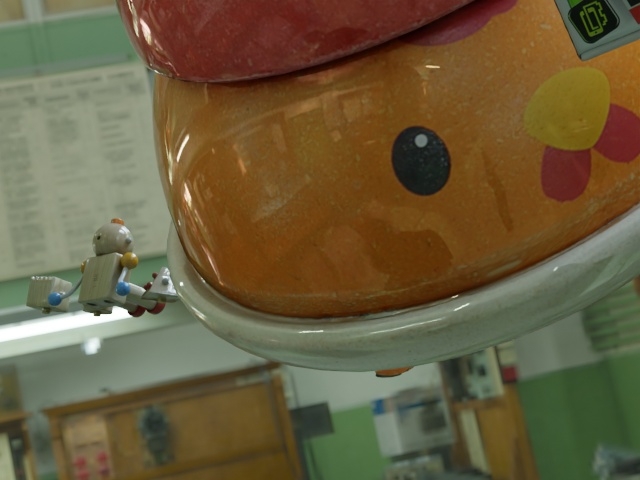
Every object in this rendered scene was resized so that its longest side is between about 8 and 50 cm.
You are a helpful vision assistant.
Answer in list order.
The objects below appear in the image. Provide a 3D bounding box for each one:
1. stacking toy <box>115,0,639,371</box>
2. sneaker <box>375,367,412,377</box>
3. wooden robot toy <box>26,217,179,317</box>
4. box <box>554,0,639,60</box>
[{"bbox_3d":[-0.010,-0.209,0.614,0.350,0.480,0.351,-22,31,14],"label":"stacking toy"},{"bbox_3d":[0.000,0.000,0.973,0.083,0.221,0.087,-24,-32,-58],"label":"sneaker"},{"bbox_3d":[-0.180,0.023,1.157,0.173,0.079,0.076,-9,-19,41],"label":"wooden robot toy"},{"bbox_3d":[0.099,-0.176,0.436,0.114,0.207,0.036,-21,14,23],"label":"box"}]
